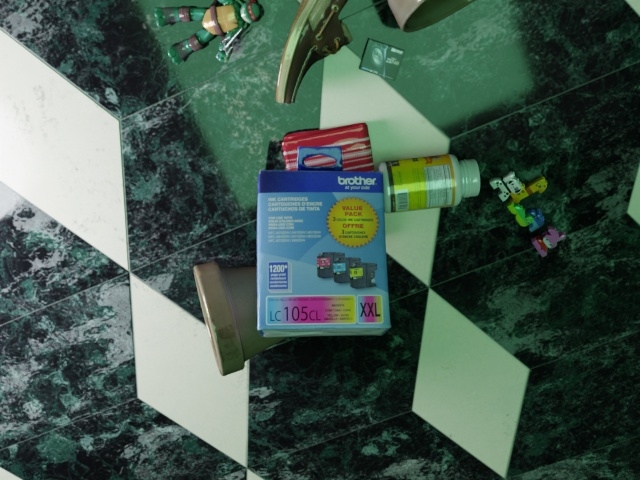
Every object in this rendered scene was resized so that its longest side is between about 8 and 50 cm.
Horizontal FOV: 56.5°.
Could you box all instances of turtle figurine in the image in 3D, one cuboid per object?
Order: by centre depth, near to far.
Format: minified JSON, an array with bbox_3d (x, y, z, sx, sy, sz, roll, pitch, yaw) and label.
[{"bbox_3d":[-0.209,-0.445,1.206,0.234,0.118,0.176,-10,97,20],"label":"turtle figurine"}]

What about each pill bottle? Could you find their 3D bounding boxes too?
[{"bbox_3d":[0.240,-0.129,1.331,0.214,0.117,0.117,-6,111,2],"label":"pill bottle"}]

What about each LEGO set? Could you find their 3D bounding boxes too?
[{"bbox_3d":[0.487,-0.087,1.363,0.093,0.087,0.227,-32,109,27],"label":"LEGO set"}]

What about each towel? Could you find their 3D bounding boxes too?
[{"bbox_3d":[0.031,-0.125,1.378,0.198,0.031,0.275,-10,113,1],"label":"towel"}]

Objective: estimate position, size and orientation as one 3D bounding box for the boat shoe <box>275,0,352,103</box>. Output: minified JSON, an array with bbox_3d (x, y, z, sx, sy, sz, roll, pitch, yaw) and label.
[{"bbox_3d":[0.008,-0.429,1.214,0.123,0.123,0.342,21,104,-7],"label":"boat shoe"}]

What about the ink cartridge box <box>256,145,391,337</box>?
[{"bbox_3d":[0.000,0.000,1.265,0.269,0.151,0.396,0,73,-4],"label":"ink cartridge box"}]

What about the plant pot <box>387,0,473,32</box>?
[{"bbox_3d":[0.222,-0.590,1.074,0.323,0.323,0.281,-29,93,10],"label":"plant pot"}]

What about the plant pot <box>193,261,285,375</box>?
[{"bbox_3d":[-0.155,0.157,1.389,0.229,0.263,0.263,-14,112,-13],"label":"plant pot"}]

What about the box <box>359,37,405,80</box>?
[{"bbox_3d":[0.132,-0.388,1.281,0.083,0.018,0.067,17,111,-7],"label":"box"}]
